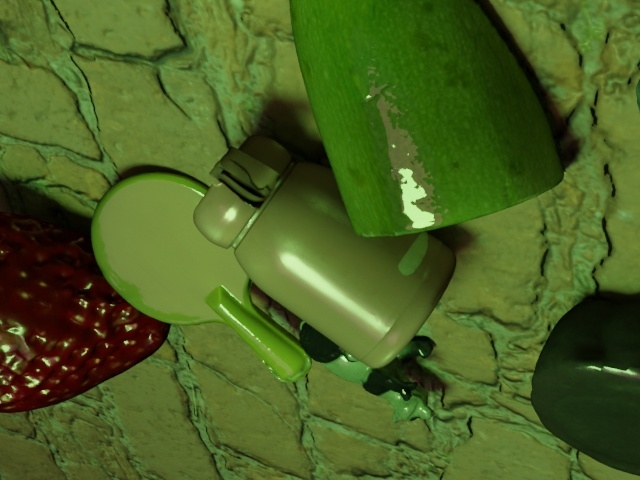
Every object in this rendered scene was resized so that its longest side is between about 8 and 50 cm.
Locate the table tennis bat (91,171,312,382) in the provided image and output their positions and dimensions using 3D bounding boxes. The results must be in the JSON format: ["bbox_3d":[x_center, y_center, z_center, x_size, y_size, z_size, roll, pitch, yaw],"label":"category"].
[{"bbox_3d":[-0.151,0.057,1.713,0.369,0.054,0.224,43,120,-8],"label":"table tennis bat"}]

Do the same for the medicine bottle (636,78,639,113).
[{"bbox_3d":[0.356,-0.075,1.188,0.083,0.083,0.203,5,139,34],"label":"medicine bottle"}]

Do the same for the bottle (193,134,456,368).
[{"bbox_3d":[0.000,0.000,1.464,0.297,0.173,0.206,37,174,-3],"label":"bottle"}]

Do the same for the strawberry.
[{"bbox_3d":[-0.394,0.093,1.853,0.345,0.295,0.317,-8,119,-6],"label":"strawberry"}]

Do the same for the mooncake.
[{"bbox_3d":[0.360,0.171,1.443,0.245,0.133,0.245,20,144,16],"label":"mooncake"}]

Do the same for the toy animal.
[{"bbox_3d":[0.067,0.160,1.690,0.225,0.094,0.121,36,147,-8],"label":"toy animal"}]

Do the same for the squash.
[{"bbox_3d":[0.085,-0.174,1.291,0.234,0.210,0.309,-8,101,45],"label":"squash"}]
